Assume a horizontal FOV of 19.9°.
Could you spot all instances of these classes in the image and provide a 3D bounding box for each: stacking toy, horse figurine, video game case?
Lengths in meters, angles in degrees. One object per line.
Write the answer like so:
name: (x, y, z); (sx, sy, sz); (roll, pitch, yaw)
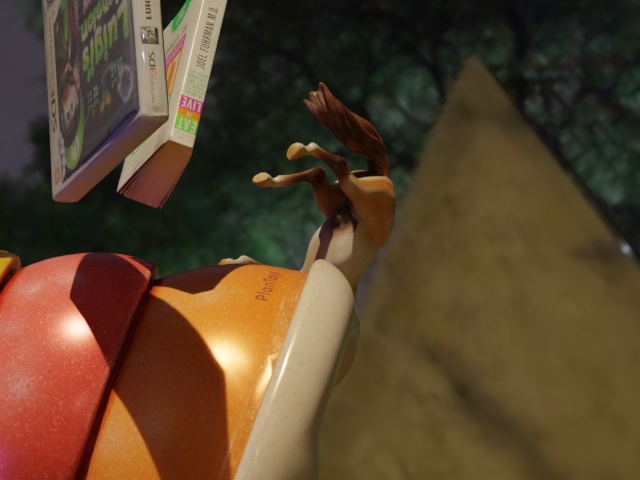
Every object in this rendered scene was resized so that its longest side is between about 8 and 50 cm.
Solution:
stacking toy: (-0.237, 0.114, 1.340); (0.350, 0.479, 0.351); (20, -90, -89)
horse figurine: (0.000, 0.000, 1.619); (0.174, 0.066, 0.263); (13, -78, -42)
video game case: (-0.143, -0.132, 1.173); (0.022, 0.173, 0.190); (1, -14, -25)

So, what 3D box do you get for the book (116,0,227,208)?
book: (-0.101, -0.108, 1.309); (0.035, 0.144, 0.096); (20, -31, -17)
